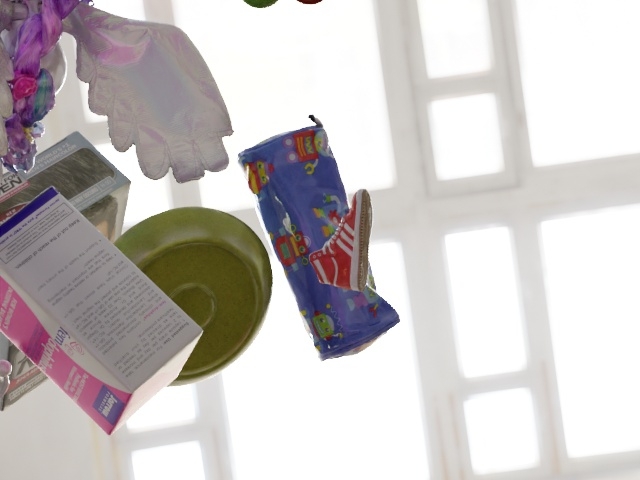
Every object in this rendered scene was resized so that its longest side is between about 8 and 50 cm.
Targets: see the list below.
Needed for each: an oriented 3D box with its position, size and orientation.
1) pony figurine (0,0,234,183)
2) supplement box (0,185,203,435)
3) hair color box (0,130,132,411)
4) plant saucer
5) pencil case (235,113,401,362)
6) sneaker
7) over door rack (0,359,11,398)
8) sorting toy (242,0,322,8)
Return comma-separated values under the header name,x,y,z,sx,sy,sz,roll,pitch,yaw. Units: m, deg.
name,x,y,z,sx,sy,sz,roll,pitch,yaw
pony figurine,-0.279,-0.177,1.640,0.303,0.351,0.363,-2,160,-33
supplement box,-0.244,0.073,1.782,0.114,0.220,0.111,-43,171,-36
hair color box,-0.374,0.047,2.308,0.185,0.113,0.374,-35,157,-34
plant saucer,-0.162,0.077,2.102,0.241,0.241,0.037,-10,-153,-21
pencil case,0.000,0.000,2.233,0.119,0.306,0.133,-25,175,40
sneaker,0.023,-0.003,2.009,0.067,0.118,0.042,6,-177,23
over door rack,-0.500,0.105,1.753,0.239,0.108,0.324,42,-144,25
sorting toy,-0.038,-0.283,1.864,0.102,0.061,0.042,-2,166,-9
